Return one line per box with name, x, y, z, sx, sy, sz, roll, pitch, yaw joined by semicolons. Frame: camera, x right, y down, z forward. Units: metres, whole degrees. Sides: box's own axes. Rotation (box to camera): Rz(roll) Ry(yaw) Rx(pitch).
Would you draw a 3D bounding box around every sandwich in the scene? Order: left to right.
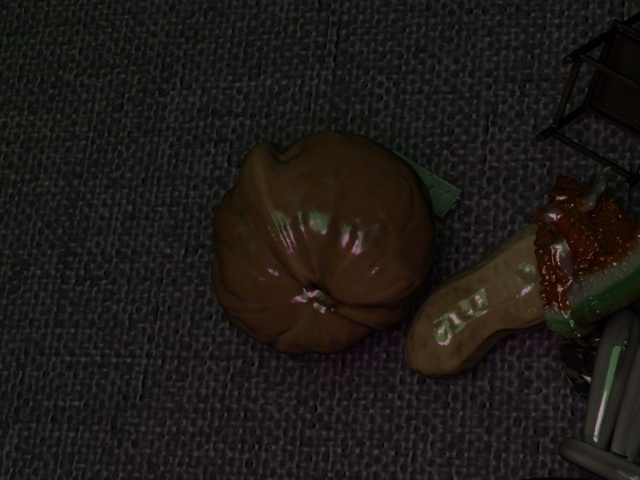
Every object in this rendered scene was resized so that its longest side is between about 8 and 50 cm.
sandwich;0.316;0.008;1.726;0.160;0.109;0.185;50;60;-4

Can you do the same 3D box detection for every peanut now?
peanut;0.221;0.079;1.820;0.274;0.111;0.125;-36;44;5

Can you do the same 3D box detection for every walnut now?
walnut;0.000;0.000;1.826;0.296;0.285;0.285;-40;65;22

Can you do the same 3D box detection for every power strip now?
power strip;0.134;-0.069;1.943;0.136;0.019;0.051;32;81;23

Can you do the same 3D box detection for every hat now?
hat;0.352;0.143;1.794;0.121;0.050;0.121;-4;71;12

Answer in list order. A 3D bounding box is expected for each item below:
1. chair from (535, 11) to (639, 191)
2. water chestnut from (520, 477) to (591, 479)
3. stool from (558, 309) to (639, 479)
chair;0.404;-0.192;1.851;0.154;0.141;0.260;32;39;22
water chestnut;0.268;0.402;1.613;0.300;0.300;0.300;-5;71;14
stool;0.393;0.198;1.673;0.195;0.195;0.199;24;87;-7
